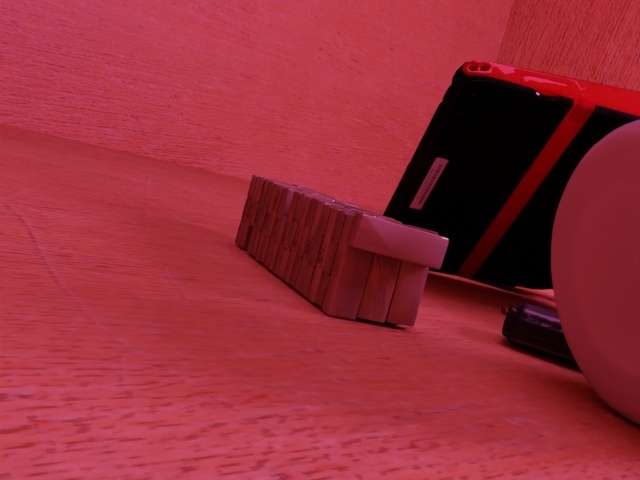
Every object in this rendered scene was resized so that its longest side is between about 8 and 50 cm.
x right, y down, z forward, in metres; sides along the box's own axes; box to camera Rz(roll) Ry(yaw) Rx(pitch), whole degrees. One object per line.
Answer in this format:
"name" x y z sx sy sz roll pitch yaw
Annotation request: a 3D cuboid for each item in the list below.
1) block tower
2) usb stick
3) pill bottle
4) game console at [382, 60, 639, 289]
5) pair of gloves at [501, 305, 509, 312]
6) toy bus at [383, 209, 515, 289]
"block tower" 0.000 0.000 0.771 0.090 0.097 0.335 13 5 -23
"usb stick" 0.312 0.117 0.692 0.277 0.045 0.077 17 7 19
"pill bottle" 0.414 0.015 0.570 0.407 0.229 0.229 -3 11 -14
"game console" 0.280 -0.070 1.032 0.341 0.387 0.060 11 50 -10
"pair of gloves" 0.268 0.100 0.910 0.074 0.010 0.083 14 3 -4
"toy bus" 0.271 -0.002 1.277 0.332 0.130 0.108 16 6 9
